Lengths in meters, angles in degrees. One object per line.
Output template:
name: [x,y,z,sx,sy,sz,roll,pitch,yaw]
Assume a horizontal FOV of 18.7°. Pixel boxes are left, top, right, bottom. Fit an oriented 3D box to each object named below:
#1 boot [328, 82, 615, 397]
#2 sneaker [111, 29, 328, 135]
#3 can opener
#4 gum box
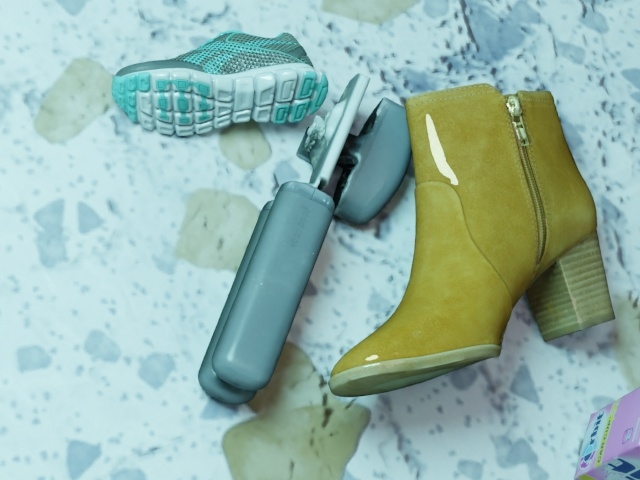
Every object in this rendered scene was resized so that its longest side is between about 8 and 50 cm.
boot: [0.093,-0.008,1.479,0.295,0.104,0.211,-14,83,-39]
sneaker: [-0.081,-0.127,1.499,0.166,0.065,0.076,-2,45,-17]
can opener: [0.000,0.000,1.462,0.095,0.076,0.283,25,63,-10]
gum box: [0.305,0.183,1.489,0.188,0.107,0.062,26,62,-10]
